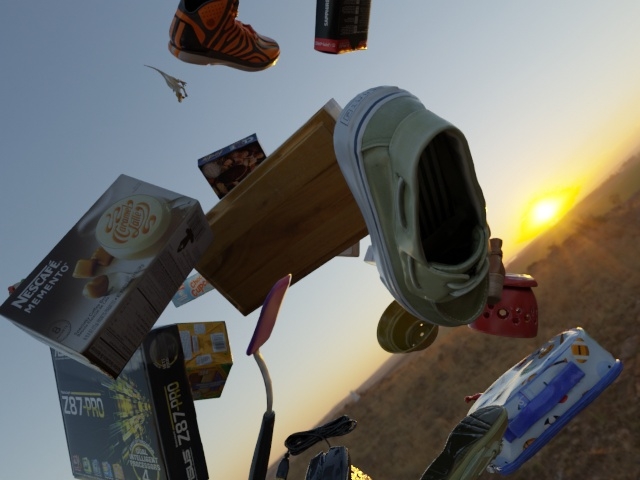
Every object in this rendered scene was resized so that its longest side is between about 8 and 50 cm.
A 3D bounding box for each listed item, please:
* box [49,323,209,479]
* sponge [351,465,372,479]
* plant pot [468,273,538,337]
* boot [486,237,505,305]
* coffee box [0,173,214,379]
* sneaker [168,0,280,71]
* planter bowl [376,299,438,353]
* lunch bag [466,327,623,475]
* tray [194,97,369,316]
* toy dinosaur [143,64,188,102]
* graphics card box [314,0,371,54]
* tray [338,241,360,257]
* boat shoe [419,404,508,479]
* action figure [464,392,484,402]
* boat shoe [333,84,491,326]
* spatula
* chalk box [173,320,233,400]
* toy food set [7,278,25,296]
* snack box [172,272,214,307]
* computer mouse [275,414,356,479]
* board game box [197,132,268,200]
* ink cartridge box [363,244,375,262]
[{"bbox_3d":[-0.418,0.349,0.961,0.395,0.317,0.097,-12,-3,37],"label":"box"},{"bbox_3d":[0.090,0.545,0.941,0.031,0.117,0.210,-50,16,0],"label":"sponge"},{"bbox_3d":[0.537,0.184,1.339,0.191,0.191,0.173,1,-88,-66],"label":"plant pot"},{"bbox_3d":[0.356,0.089,1.060,0.197,0.073,0.152,-39,31,57],"label":"boot"},{"bbox_3d":[-0.279,0.041,0.631,0.098,0.141,0.246,85,-151,-55],"label":"coffee box"},{"bbox_3d":[-0.208,-0.528,1.128,0.321,0.124,0.180,-20,-29,-43],"label":"sneaker"},{"bbox_3d":[0.277,0.256,1.338,0.217,0.090,0.217,-35,29,23],"label":"planter bowl"},{"bbox_3d":[0.396,0.298,0.845,0.303,0.115,0.243,-44,-19,0],"label":"lunch bag"},{"bbox_3d":[-0.066,-0.034,0.808,0.411,0.203,0.076,-35,15,32],"label":"tray"},{"bbox_3d":[-0.477,-0.509,1.461,0.053,0.183,0.093,-45,-14,8],"label":"toy dinosaur"},{"bbox_3d":[0.081,-0.787,1.417,0.233,0.094,0.370,-38,-40,-50],"label":"graphics card box"},{"bbox_3d":[0.000,0.000,1.561,0.030,0.271,0.145,-79,-11,-57],"label":"tray"},{"bbox_3d":[0.180,0.264,0.548,0.153,0.048,0.056,-41,6,-25],"label":"boat shoe"},{"bbox_3d":[0.443,0.496,1.276,0.139,0.091,0.280,38,-98,-33],"label":"action figure"},{"bbox_3d":[0.103,0.004,0.413,0.109,0.094,0.302,-38,-49,-1],"label":"boat shoe"},{"bbox_3d":[-0.069,0.189,0.559,0.084,0.031,0.296,-23,-62,-75],"label":"spatula"},{"bbox_3d":[-0.425,0.430,1.552,0.179,0.180,0.288,2,-46,-26],"label":"chalk box"},{"bbox_3d":[-0.906,0.158,1.394,0.020,0.083,0.083,-49,10,39],"label":"toy food set"},{"bbox_3d":[-0.212,0.063,1.174,0.322,0.060,0.187,-27,1,13],"label":"snack box"},{"bbox_3d":[-0.020,0.452,0.867,0.184,0.060,0.262,-25,26,16],"label":"computer mouse"},{"bbox_3d":[-0.189,-0.143,1.204,0.165,0.042,0.243,-24,-50,4],"label":"board game box"},{"bbox_3d":[0.257,0.068,1.716,0.175,0.128,0.072,177,112,-73],"label":"ink cartridge box"}]
